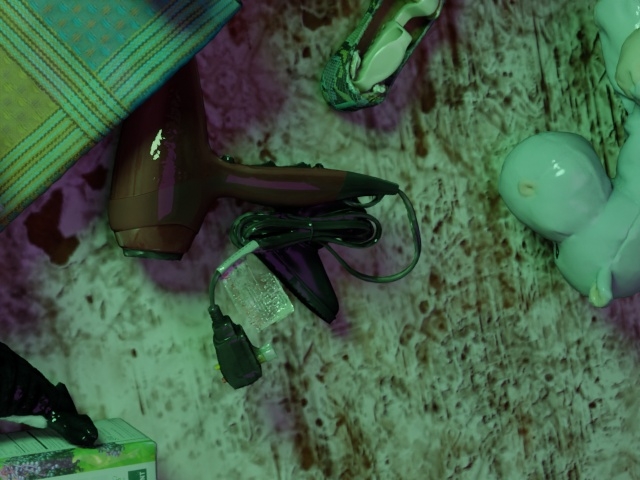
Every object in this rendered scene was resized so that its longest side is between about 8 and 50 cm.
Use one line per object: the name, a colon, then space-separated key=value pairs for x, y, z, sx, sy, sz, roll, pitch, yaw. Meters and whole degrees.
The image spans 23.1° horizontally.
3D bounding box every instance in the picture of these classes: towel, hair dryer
towel: x=-0.268 y=-0.154 z=1.157 sx=0.370 sy=0.040 sz=0.271 roll=-42 pitch=110 yaw=6
hair dryer: x=-0.070 y=-0.046 z=1.310 sx=0.224 sy=0.080 sz=0.293 roll=-38 pitch=104 yaw=-20

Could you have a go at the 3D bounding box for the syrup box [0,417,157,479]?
syrup box: x=-0.255 y=0.210 z=1.250 sx=0.237 sy=0.096 sz=0.093 roll=-5 pitch=100 yaw=-26

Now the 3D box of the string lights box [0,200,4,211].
string lights box: x=-0.369 y=-0.029 z=1.096 sx=0.260 sy=0.077 sz=0.133 roll=-27 pitch=70 yaw=2

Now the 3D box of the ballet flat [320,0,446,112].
ballet flat: x=0.072 y=-0.189 z=1.370 sx=0.070 sy=0.070 sz=0.188 roll=34 pitch=82 yaw=-25

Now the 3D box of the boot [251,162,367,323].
boot: x=0.000 y=0.000 z=1.371 sx=0.099 sy=0.045 sz=0.121 roll=-46 pitch=107 yaw=-10

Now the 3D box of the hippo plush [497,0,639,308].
hippo plush: x=0.301 y=-0.065 z=1.450 sx=0.294 sy=0.234 sz=0.236 roll=43 pitch=109 yaw=-9

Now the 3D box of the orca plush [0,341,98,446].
orca plush: x=-0.295 y=0.099 z=1.171 sx=0.287 sy=0.102 sz=0.151 roll=22 pitch=44 yaw=-22
